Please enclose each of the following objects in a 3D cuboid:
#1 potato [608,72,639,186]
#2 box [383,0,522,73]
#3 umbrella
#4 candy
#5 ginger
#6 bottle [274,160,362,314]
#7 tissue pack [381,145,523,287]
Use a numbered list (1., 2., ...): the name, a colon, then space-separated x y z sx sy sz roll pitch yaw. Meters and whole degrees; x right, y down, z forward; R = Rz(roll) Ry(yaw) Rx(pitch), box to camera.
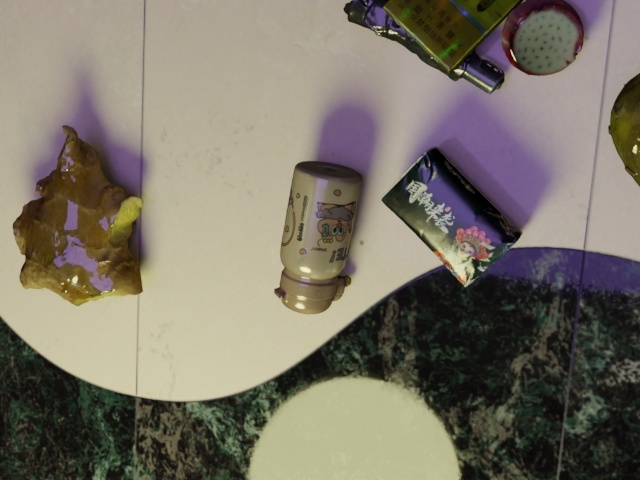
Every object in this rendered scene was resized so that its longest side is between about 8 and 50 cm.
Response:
1. potato: 0.483 -0.095 1.290 0.298 0.141 0.176 36 120 10
2. box: 0.191 -0.324 1.377 0.121 0.030 0.193 45 94 6
3. umbrella: 0.139 -0.265 1.427 0.236 0.059 0.066 35 131 8
4. candy: 0.280 -0.257 1.362 0.103 0.043 0.103 -1 120 -2
5. ginger: -0.368 -0.035 1.629 0.219 0.123 0.270 -4 90 18
6. bottle: 0.000 0.000 1.516 0.110 0.097 0.209 2 108 -25
7. tissue pack: 0.175 -0.033 1.442 0.170 0.090 0.103 46 115 6
